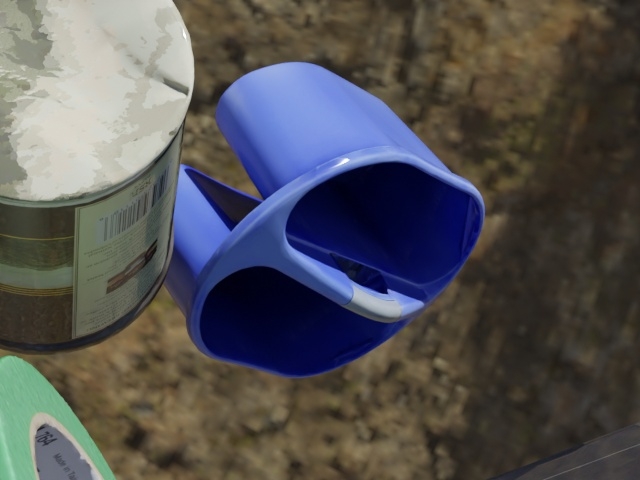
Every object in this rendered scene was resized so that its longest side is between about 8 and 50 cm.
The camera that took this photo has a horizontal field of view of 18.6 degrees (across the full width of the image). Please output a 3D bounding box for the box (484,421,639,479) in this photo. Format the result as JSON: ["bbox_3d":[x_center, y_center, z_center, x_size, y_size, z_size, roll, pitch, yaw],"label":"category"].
[{"bbox_3d":[0.094,0.191,0.602,0.179,0.343,0.312,61,33,-6],"label":"box"}]

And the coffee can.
[{"bbox_3d":[-0.197,-0.061,1.390,0.201,0.201,0.275,-42,167,-22],"label":"coffee can"}]

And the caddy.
[{"bbox_3d":[0.000,0.000,1.659,0.241,0.179,0.341,-45,152,14],"label":"caddy"}]

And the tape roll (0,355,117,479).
[{"bbox_3d":[-0.157,0.230,1.214,0.077,0.321,0.321,-26,122,1],"label":"tape roll"}]
